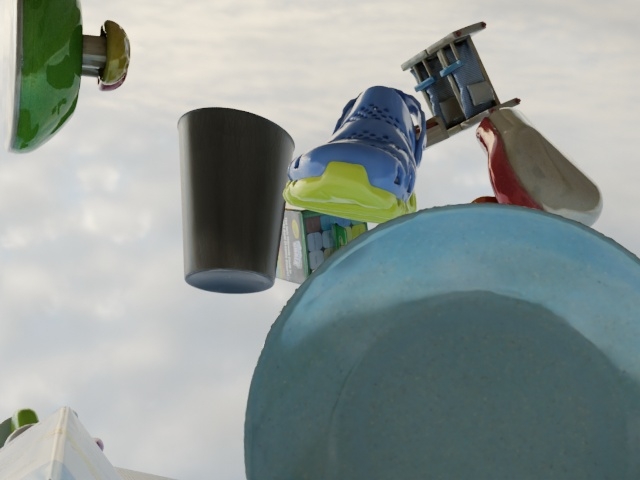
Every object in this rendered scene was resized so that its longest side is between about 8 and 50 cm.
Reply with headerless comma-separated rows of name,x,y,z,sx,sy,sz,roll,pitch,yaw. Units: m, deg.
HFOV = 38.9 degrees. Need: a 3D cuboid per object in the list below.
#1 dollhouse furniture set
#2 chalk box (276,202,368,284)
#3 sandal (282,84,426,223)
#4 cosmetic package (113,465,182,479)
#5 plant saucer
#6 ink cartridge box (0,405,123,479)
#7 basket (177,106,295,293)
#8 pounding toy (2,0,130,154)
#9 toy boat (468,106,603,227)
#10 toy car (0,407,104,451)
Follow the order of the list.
dollhouse furniture set,0.154,-0.201,1.253,0.184,0.129,0.129,-26,-89,-33
chalk box,0.000,0.000,1.546,0.132,0.132,0.213,-11,-169,-31
sandal,0.044,-0.090,0.896,0.126,0.138,0.317,13,-172,5
cosmetic package,-0.141,0.354,1.061,0.310,0.113,0.160,19,173,-22
plant saucer,0.067,0.082,0.376,0.195,0.194,0.037,15,172,9
ink cartridge box,-0.251,0.301,0.788,0.198,0.197,0.270,-36,-170,-10
basket,-0.126,-0.048,1.304,0.154,0.204,0.226,-10,-113,30
pounding toy,-0.213,-0.187,0.790,0.110,0.236,0.183,1,-145,-23
toy boat,0.233,-0.056,1.088,0.151,0.151,0.231,39,-164,-10
toy car,-0.350,0.304,1.198,0.136,0.181,0.159,-11,180,-28
